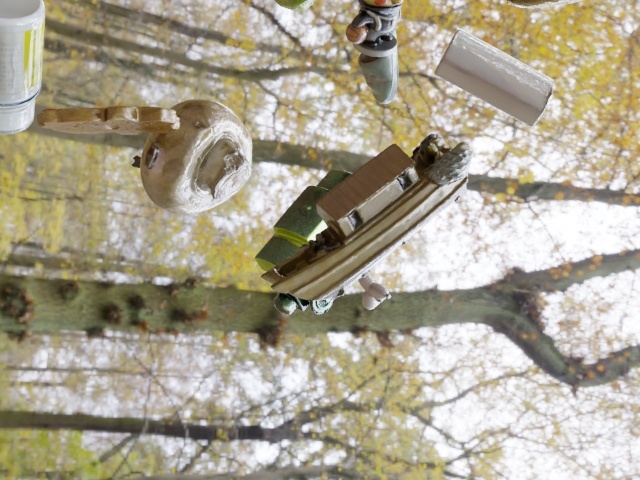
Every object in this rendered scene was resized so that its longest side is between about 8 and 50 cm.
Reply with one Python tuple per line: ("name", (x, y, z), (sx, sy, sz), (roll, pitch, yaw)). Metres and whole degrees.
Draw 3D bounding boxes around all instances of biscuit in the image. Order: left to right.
("biscuit", (-0.353, -0.205, 1.225), (0.166, 0.226, 0.036), (-177, -96, -85))

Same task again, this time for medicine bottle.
("medicine bottle", (-0.577, -0.327, 1.314), (0.258, 0.144, 0.143), (117, -34, -43))

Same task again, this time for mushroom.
("mushroom", (-0.241, -0.156, 1.426), (0.184, 0.255, 0.254), (42, -57, 19))

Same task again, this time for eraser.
("eraser", (0.419, -0.394, 1.755), (0.094, 0.270, 0.174), (-60, -179, 44))

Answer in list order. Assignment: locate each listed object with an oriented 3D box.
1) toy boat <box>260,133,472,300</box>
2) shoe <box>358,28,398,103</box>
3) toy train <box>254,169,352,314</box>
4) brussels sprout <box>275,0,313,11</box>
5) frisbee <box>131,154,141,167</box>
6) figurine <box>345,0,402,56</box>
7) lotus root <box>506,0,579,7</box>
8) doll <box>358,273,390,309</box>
("toy boat", (0.088, -0.046, 1.321), (0.445, 0.162, 0.136), (-39, -153, -9))
("shoe", (0.163, -0.510, 2.114), (0.103, 0.100, 0.250), (46, -36, 49))
("toy train", (0.000, 0.000, 2.077), (0.179, 0.272, 0.442), (21, -120, 37))
("brussels sprout", (-0.067, -0.746, 2.026), (0.223, 0.161, 0.223), (17, -71, 58))
("frisbee", (-0.463, -0.228, 2.146), (0.012, 0.188, 0.210), (92, -5, -68))
("figurine", (0.141, -0.586, 1.813), (0.133, 0.176, 0.236), (37, -39, 26))
("lotus root", (0.537, -0.598, 1.573), (0.343, 0.152, 0.169), (5, -88, 39))
("doll", (0.098, 0.090, 1.733), (0.161, 0.059, 0.160), (8, -51, 53))
